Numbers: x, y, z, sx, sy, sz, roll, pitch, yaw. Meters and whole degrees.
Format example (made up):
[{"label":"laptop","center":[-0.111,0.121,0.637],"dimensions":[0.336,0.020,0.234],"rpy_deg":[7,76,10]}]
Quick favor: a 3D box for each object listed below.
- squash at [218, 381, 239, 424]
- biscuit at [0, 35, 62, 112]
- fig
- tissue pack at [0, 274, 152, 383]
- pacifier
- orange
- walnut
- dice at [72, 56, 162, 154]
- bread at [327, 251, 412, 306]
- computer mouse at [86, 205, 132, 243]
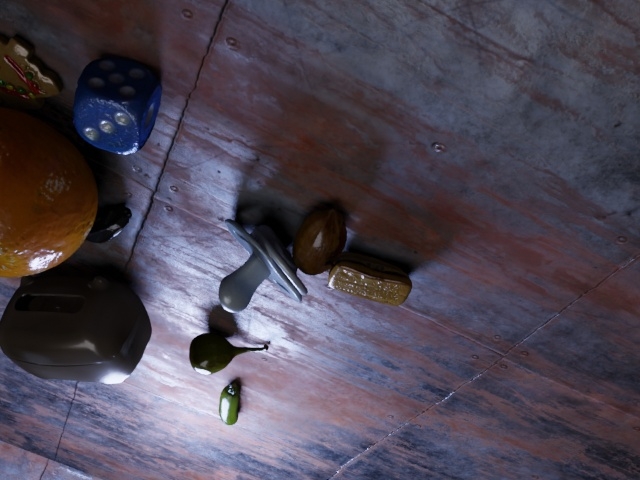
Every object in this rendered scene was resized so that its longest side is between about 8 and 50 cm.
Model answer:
[{"label":"squash","center":[-0.307,0.554,2.298],"dimensions":[0.069,0.069,0.258],"rpy_deg":[13,138,4]},{"label":"biscuit","center":[-0.673,-0.343,1.467],"dimensions":[0.212,0.041,0.238],"rpy_deg":[32,135,-20]},{"label":"fig","center":[-0.272,0.327,2.037],"dimensions":[0.236,0.124,0.124],"rpy_deg":[-7,138,-9]},{"label":"tissue pack","center":[-0.698,0.241,1.931],"dimensions":[0.387,0.267,0.277],"rpy_deg":[0,140,19]},{"label":"pacifier","center":[-0.159,0.083,1.632],"dimensions":[0.279,0.207,0.227],"rpy_deg":[54,169,-34]},{"label":"orange","center":[-0.717,-0.095,1.522],"dimensions":[0.423,0.326,0.424],"rpy_deg":[7,144,5]},{"label":"walnut","center":[0.000,0.000,1.584],"dimensions":[0.115,0.116,0.207],"rpy_deg":[18,131,-2]},{"label":"dice","center":[-0.409,-0.272,1.386],"dimensions":[0.146,0.143,0.146],"rpy_deg":[14,137,-4]},{"label":"bread","center":[0.120,0.092,1.661],"dimensions":[0.200,0.077,0.116],"rpy_deg":[16,137,-2]},{"label":"computer mouse","center":[-0.533,-0.036,1.711],"dimensions":[0.172,0.099,0.057],"rpy_deg":[-11,133,24]}]
